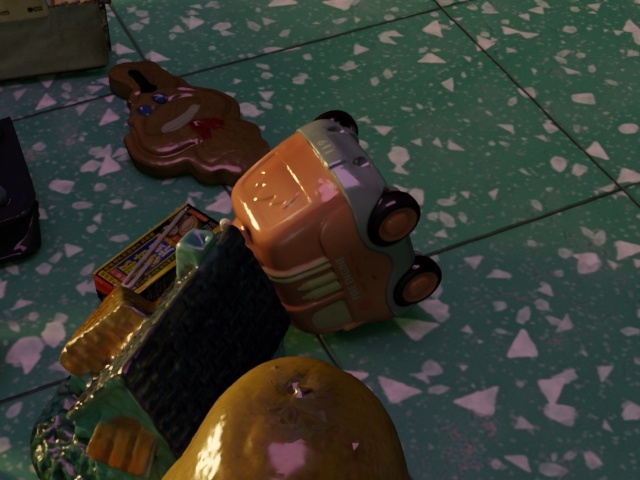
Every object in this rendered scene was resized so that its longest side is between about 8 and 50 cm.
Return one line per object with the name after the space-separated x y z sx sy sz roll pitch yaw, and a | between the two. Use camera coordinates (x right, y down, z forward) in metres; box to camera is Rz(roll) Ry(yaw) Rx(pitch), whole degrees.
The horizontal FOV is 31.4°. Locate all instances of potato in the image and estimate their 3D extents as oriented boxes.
-0.074 0.291 1.002 0.290 0.296 0.397 27 48 26 | potato

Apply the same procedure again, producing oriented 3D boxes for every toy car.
0.000 0.000 1.337 0.212 0.270 0.180 -30 51 -4 | toy car

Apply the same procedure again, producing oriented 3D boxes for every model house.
-0.182 0.122 1.205 0.226 0.241 0.261 20 48 14 | model house
-0.460 -0.367 1.746 0.271 0.178 0.206 -10 44 -7 | model house

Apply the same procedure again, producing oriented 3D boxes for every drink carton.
-0.200 0.025 1.430 0.071 0.056 0.166 28 51 29 | drink carton

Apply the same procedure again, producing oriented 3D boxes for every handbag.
-0.544 -0.062 1.474 0.326 0.118 0.269 -14 46 -18 | handbag

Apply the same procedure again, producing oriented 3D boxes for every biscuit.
-0.208 -0.175 1.645 0.183 0.047 0.320 -19 47 -24 | biscuit
